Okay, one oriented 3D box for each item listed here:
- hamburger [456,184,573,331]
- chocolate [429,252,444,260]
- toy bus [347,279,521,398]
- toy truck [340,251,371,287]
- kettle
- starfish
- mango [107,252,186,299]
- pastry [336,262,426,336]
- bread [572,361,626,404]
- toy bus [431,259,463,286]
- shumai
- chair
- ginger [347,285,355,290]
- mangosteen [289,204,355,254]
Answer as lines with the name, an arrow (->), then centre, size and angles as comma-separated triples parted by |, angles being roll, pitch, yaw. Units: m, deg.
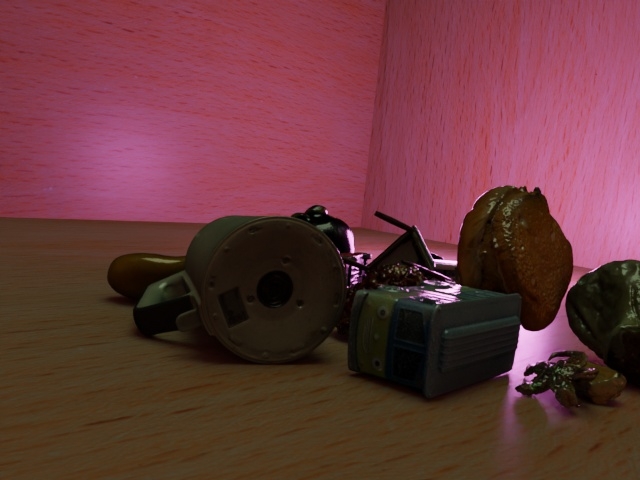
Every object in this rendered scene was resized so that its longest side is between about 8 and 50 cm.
hamburger -> 0.406, 0.031, 1.353 | 0.170, 0.290, 0.314 | -3, 36, 42
chocolate -> 0.308, 0.120, 1.903 | 0.156, 0.156, 0.133 | 8, -22, 16
toy bus -> 0.206, 0.159, 1.134 | 0.190, 0.152, 0.312 | 11, 7, 41
toy truck -> 0.071, 0.090, 1.890 | 0.114, 0.107, 0.253 | 7, 4, 18
kettle -> -0.177, 0.090, 1.239 | 0.361, 0.250, 0.377 | -25, 12, -15
starfish -> 0.395, 0.230, 1.082 | 0.150, 0.053, 0.209 | -17, -2, -13
mango -> -0.362, 0.078, 1.449 | 0.227, 0.099, 0.136 | -6, -34, 4
pastry -> 0.111, 0.119, 1.306 | 0.097, 0.208, 0.115 | 36, 29, -35
bread -> 0.465, 0.240, 1.101 | 0.072, 0.053, 0.106 | -19, 8, -10
toy bus -> 0.297, 0.116, 1.736 | 0.297, 0.131, 0.106 | 4, 6, -4
shumai -> 0.583, 0.149, 1.257 | 0.222, 0.225, 0.261 | 4, 23, -42
chair -> 0.183, 0.073, 1.502 | 0.272, 0.188, 0.166 | 23, 34, -42
ginger -> 0.066, 0.148, 1.506 | 0.095, 0.069, 0.190 | -11, 1, 16
mangosteen -> 0.000, 0.000, 2.117 | 0.243, 0.243, 0.243 | 6, 6, -1
